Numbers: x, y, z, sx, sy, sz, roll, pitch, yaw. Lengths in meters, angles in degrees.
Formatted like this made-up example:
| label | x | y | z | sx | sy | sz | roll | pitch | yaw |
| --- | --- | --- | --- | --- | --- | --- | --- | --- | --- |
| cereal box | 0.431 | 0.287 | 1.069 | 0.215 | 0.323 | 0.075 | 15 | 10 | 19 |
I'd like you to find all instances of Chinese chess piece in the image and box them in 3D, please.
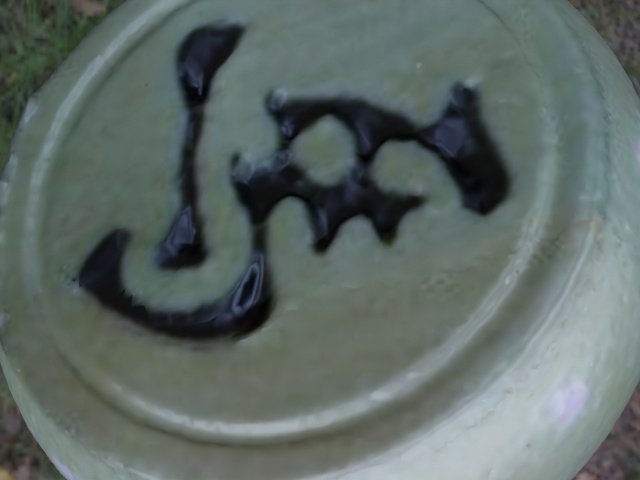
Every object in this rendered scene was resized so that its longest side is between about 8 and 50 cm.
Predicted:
| label | x | y | z | sx | sy | sz | roll | pitch | yaw |
| --- | --- | --- | --- | --- | --- | --- | --- | --- | --- |
| Chinese chess piece | 0.000 | 0.000 | 0.537 | 0.250 | 0.250 | 0.101 | -20 | 148 | 7 |
